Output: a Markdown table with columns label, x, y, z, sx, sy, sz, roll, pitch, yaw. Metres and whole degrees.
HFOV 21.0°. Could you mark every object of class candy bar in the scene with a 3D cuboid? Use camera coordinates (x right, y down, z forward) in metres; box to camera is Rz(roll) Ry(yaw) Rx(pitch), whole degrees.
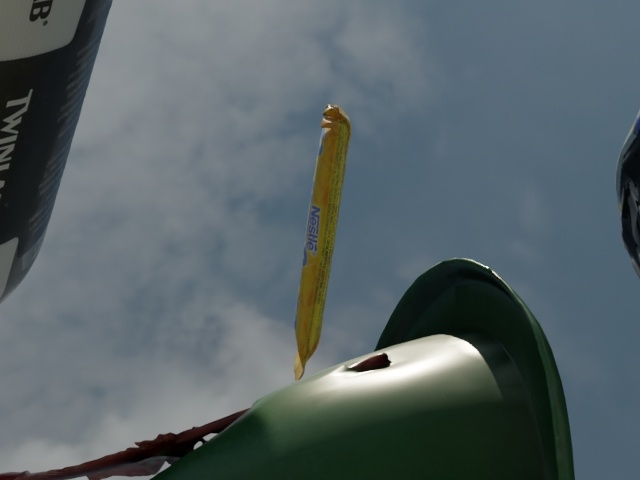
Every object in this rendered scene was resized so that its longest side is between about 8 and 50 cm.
| label | x | y | z | sx | sy | sz | roll | pitch | yaw |
| --- | --- | --- | --- | --- | --- | --- | --- | --- | --- |
| candy bar | 0.000 | 0.000 | 0.977 | 0.018 | 0.040 | 0.162 | 8 | -72 | 0 |

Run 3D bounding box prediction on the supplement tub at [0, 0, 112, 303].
| label | x | y | z | sx | sy | sz | roll | pitch | yaw |
| --- | --- | --- | --- | --- | --- | --- | --- | --- | --- |
| supplement tub | -0.197 | -0.089 | 0.763 | 0.193 | 0.316 | 0.194 | 14 | -146 | -10 |

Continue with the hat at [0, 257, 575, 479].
| label | x | y | z | sx | sy | sz | roll | pitch | yaw |
| --- | --- | --- | --- | --- | --- | --- | --- | --- | --- |
| hat | -0.057 | 0.088 | 0.459 | 0.183 | 0.208 | 0.173 | 8 | -126 | -15 |

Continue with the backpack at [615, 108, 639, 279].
| label | x | y | z | sx | sy | sz | roll | pitch | yaw |
| --- | --- | --- | --- | --- | --- | --- | --- | --- | --- |
| backpack | 0.288 | 0.022 | 0.705 | 0.355 | 0.290 | 0.273 | 33 | -118 | 8 |
